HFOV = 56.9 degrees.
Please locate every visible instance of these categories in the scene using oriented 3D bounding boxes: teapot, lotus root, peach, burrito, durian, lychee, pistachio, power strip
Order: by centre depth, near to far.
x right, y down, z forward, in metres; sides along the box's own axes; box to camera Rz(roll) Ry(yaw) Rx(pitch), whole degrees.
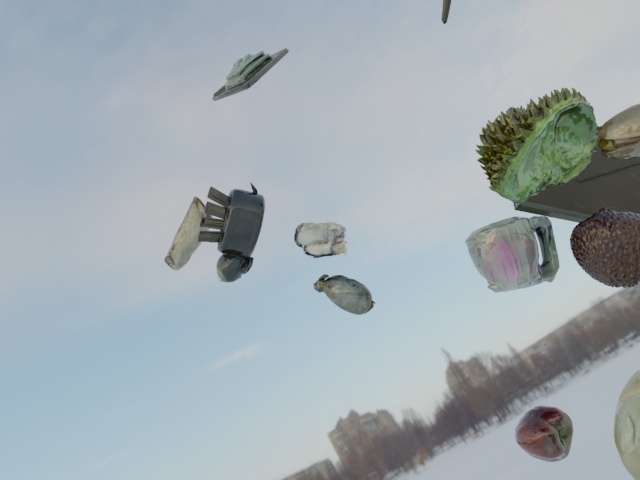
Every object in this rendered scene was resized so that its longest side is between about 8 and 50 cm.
[{"bbox_3d":[0.629,-0.213,1.177,0.149,0.113,0.113,-26,-23,-2],"label":"pistachio"},{"bbox_3d":[0.487,-0.207,1.244,0.395,0.197,0.163,-15,-8,-35],"label":"durian"},{"bbox_3d":[0.675,0.011,1.361,0.195,0.194,0.194,-26,-23,-12],"label":"lychee"},{"bbox_3d":[0.477,0.040,1.469,0.222,0.178,0.163,-9,-12,-44],"label":"teapot"},{"bbox_3d":[0.063,0.133,1.505,0.088,0.165,0.088,-62,-5,-9],"label":"lotus root"},{"bbox_3d":[0.600,0.525,1.610,0.152,0.152,0.152,-26,-23,-12],"label":"peach"},{"bbox_3d":[-0.366,-0.011,1.644,0.226,0.087,0.060,-54,-9,25],"label":"burrito"},{"bbox_3d":[-0.214,-0.500,1.714,0.198,0.064,0.213,-6,39,49],"label":"power strip"}]

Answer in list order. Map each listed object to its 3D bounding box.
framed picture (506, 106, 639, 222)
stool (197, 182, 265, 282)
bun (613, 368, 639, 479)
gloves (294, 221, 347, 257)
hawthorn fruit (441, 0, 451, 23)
[{"bbox_3d":[0.714,-0.183,1.580,0.447,0.325,0.028,11,-29,-10],"label":"framed picture"},{"bbox_3d":[-0.211,-0.023,1.377,0.139,0.227,0.153,13,-18,-13],"label":"stool"},{"bbox_3d":[0.809,0.432,1.255,0.365,0.365,0.219,-46,-16,33],"label":"bun"},{"bbox_3d":[0.000,-0.003,1.700,0.153,0.070,0.114,1,-49,5],"label":"gloves"},{"bbox_3d":[0.339,-0.723,1.446,0.285,0.285,0.368,-8,-70,-43],"label":"hawthorn fruit"}]
